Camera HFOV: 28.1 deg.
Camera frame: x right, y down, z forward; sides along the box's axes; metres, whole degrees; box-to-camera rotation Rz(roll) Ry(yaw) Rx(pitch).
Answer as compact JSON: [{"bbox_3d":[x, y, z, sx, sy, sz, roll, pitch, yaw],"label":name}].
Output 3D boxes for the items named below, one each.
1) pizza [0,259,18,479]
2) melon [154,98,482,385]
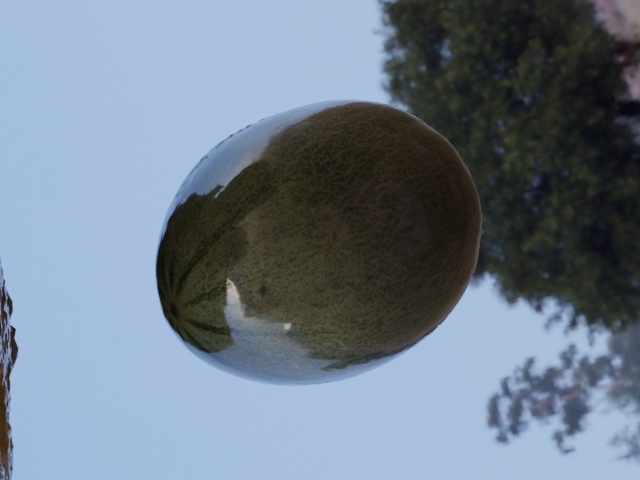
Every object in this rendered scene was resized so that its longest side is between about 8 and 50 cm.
[{"bbox_3d":[-0.157,0.039,0.475,0.392,0.080,0.435,-118,30,-65],"label":"pizza"},{"bbox_3d":[0.000,0.000,0.450,0.131,0.098,0.098,-20,-90,-42],"label":"melon"}]
